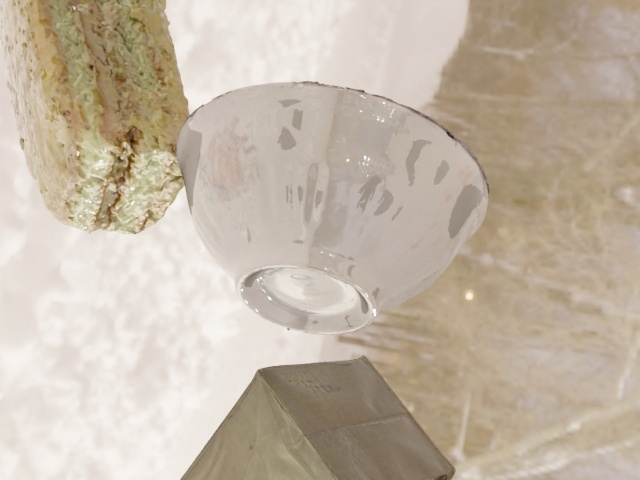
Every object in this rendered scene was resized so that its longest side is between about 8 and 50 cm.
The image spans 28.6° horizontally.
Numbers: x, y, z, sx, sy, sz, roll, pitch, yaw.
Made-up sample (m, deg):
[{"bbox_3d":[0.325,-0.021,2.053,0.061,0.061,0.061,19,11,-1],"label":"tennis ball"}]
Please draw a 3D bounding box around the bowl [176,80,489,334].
[{"bbox_3d":[0.000,0.000,0.725,0.189,0.189,0.086,89,12,-60],"label":"bowl"}]

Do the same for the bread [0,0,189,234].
[{"bbox_3d":[-0.152,-0.108,0.832,0.138,0.102,0.196,119,-41,-61],"label":"bread"}]

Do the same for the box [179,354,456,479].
[{"bbox_3d":[-0.024,0.240,1.130,0.149,0.155,0.231,-1,135,-50],"label":"box"}]
